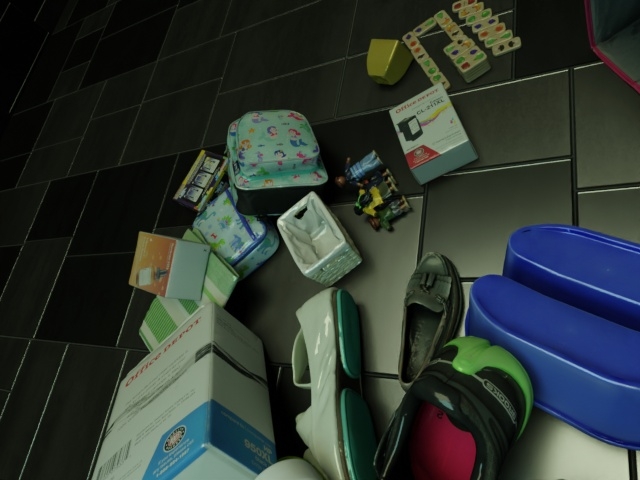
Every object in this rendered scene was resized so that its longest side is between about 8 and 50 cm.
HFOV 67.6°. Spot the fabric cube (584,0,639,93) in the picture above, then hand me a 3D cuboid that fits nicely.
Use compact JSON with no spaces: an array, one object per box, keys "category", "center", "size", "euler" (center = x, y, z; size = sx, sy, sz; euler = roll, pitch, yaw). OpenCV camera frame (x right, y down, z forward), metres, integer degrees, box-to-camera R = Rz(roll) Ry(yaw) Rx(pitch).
[{"category":"fabric cube","center":[0.598,-0.389,0.727],"size":[0.258,0.254,0.258],"euler":[-32,53,17]}]

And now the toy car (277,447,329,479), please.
[{"category":"toy car","center":[-0.024,0.451,0.793],"size":[0.182,0.159,0.136],"euler":[35,124,39]}]

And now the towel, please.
[{"category":"towel","center":[-0.318,0.160,1.132],"size":[0.248,0.038,0.324],"euler":[39,107,40]}]

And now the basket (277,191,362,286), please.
[{"category":"basket","center":[0.000,0.000,1.016],"size":[0.113,0.103,0.167],"euler":[-39,52,11]}]

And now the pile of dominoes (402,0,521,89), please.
[{"category":"pile of dominoes","center":[0.311,-0.465,1.093],"size":[0.196,0.040,0.251],"euler":[-31,54,16]}]

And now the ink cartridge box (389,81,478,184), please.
[{"category":"ink cartridge box","center":[0.231,-0.224,0.999],"size":[0.128,0.072,0.175],"euler":[-26,55,21]}]

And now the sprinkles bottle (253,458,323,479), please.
[{"category":"sprinkles bottle","center":[0.026,0.411,0.542],"size":[0.121,0.121,0.355],"euler":[-56,34,-3]}]

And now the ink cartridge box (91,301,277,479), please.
[{"category":"ink cartridge box","center":[-0.243,0.336,0.868],"size":[0.285,0.166,0.395],"euler":[-41,25,8]}]

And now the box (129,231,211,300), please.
[{"category":"box","center":[-0.346,0.056,1.091],"size":[0.171,0.091,0.129],"euler":[8,86,43]}]

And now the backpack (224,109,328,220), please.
[{"category":"backpack","center":[-0.109,-0.195,1.116],"size":[0.226,0.191,0.253],"euler":[-6,48,-11]}]

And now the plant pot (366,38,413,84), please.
[{"category":"plant pot","center":[0.159,-0.423,1.148],"size":[0.081,0.082,0.083],"euler":[22,92,39]}]

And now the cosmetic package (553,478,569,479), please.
[{"category":"cosmetic package","center":[0.289,0.353,0.562],"size":[0.086,0.231,0.117],"euler":[-29,55,18]}]

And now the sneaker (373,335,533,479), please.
[{"category":"sneaker","center":[0.128,0.359,0.628],"size":[0.185,0.202,0.481],"euler":[16,103,42]}]

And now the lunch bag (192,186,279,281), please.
[{"category":"lunch bag","center":[-0.207,-0.025,1.176],"size":[0.176,0.090,0.219],"euler":[-38,53,7]}]

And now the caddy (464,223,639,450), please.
[{"category":"caddy","center":[0.370,0.128,0.667],"size":[0.342,0.179,0.241],"euler":[25,58,39]}]

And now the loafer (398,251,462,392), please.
[{"category":"loafer","center":[0.187,0.138,0.835],"size":[0.096,0.084,0.267],"euler":[-2,66,33]}]

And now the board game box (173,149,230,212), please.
[{"category":"board game box","center":[-0.322,-0.161,1.345],"size":[0.141,0.048,0.170],"euler":[23,81,41]}]

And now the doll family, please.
[{"category":"doll family","center":[0.105,-0.107,1.027],"size":[0.111,0.076,0.192],"euler":[-35,47,19]}]

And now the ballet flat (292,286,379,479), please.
[{"category":"ballet flat","center":[0.015,0.271,0.846],"size":[0.139,0.139,0.399],"euler":[-24,48,22]}]
